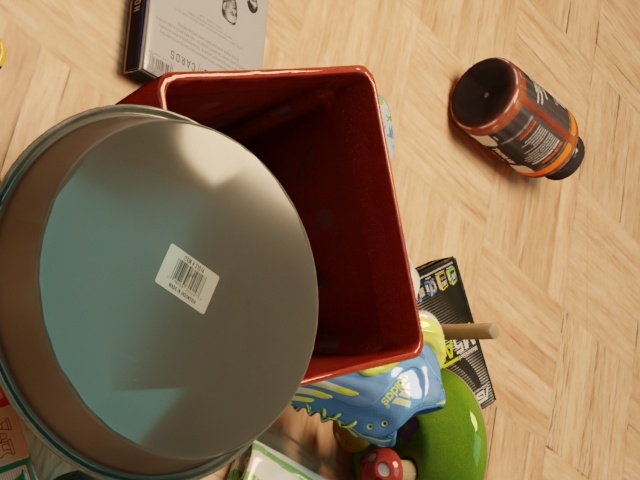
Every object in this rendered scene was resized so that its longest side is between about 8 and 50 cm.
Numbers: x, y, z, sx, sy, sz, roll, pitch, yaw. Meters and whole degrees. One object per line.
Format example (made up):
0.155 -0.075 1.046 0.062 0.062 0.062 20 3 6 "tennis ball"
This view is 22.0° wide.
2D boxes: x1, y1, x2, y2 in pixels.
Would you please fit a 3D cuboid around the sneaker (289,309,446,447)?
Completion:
0.016 0.148 1.606 0.091 0.240 0.126 104 -28 -73 "sneaker"

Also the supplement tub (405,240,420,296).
0.000 0.000 1.679 0.200 0.144 0.144 53 44 -30 "supplement tub"

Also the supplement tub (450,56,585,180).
0.258 -0.145 2.091 0.198 0.106 0.106 32 56 -44 "supplement tub"

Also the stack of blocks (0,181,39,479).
-0.298 0.073 1.246 0.171 0.087 0.297 -19 98 -15 "stack of blocks"

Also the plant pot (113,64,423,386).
-0.101 0.004 1.459 0.267 0.235 0.267 -9 87 -49 "plant pot"

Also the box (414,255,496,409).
0.117 0.129 1.882 0.190 0.045 0.184 -22 95 -52 "box"

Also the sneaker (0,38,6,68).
-0.347 -0.177 1.325 0.215 0.083 0.084 21 66 -47 "sneaker"

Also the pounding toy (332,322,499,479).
0.075 0.189 1.698 0.110 0.183 0.237 10 86 -40 "pounding toy"

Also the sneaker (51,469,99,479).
-0.141 0.361 1.352 0.208 0.127 0.319 45 29 -48 "sneaker"

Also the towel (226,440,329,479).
-0.019 0.375 1.558 0.248 0.038 0.325 31 51 -17 "towel"

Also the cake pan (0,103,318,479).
-0.115 0.037 1.231 0.293 0.054 0.293 9 76 -38 "cake pan"

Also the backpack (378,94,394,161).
0.016 -0.107 1.754 0.084 0.114 0.105 -9 89 -53 "backpack"

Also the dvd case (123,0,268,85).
-0.120 -0.246 1.686 0.179 0.029 0.239 27 60 -47 "dvd case"
